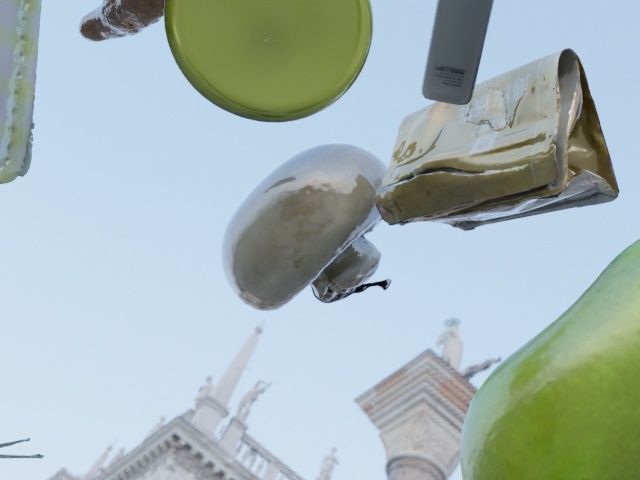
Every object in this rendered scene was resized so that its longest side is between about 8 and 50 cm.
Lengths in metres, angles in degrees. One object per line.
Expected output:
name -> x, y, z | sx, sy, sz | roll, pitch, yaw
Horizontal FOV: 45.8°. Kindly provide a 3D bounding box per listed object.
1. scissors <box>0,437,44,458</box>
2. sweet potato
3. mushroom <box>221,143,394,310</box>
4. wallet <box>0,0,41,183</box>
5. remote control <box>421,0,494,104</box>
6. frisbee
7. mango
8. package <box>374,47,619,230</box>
scissors -> -0.563, 0.331, 1.168 | 0.248, 0.017, 0.144 | -4, -33, -6
sweet potato -> -0.330, -0.428, 1.363 | 0.355, 0.095, 0.106 | -24, -81, 44
mushroom -> 0.000, 0.000, 1.372 | 0.294, 0.362, 0.362 | 50, -53, 0
wallet -> -0.235, -0.150, 0.268 | 0.077, 0.310, 0.223 | 1, -99, 26
remote control -> 0.173, -0.284, 0.906 | 0.067, 0.029, 0.260 | 12, -51, 8
frisbee -> -0.056, -0.248, 0.847 | 0.236, 0.017, 0.235 | 0, -92, -9
mango -> 0.226, 0.129, 0.549 | 0.273, 0.149, 0.185 | -42, -87, -3
package -> 0.228, -0.113, 1.086 | 0.311, 0.165, 0.221 | -12, -81, 51
